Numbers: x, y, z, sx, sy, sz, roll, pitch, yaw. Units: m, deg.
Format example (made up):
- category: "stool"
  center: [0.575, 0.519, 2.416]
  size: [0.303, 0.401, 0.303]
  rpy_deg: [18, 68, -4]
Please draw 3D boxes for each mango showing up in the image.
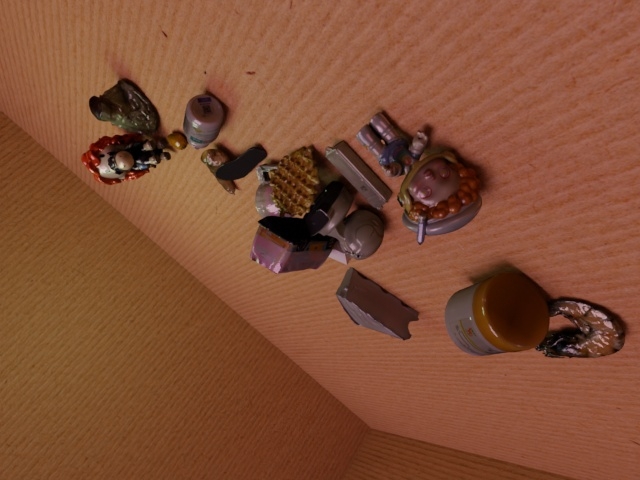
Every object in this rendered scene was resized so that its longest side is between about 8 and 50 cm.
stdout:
- category: "mango"
  center: [-0.628, -0.435, 2.033]
  size: [0.114, 0.057, 0.079]
  rpy_deg: [23, 157, 32]

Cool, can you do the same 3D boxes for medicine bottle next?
- category: "medicine bottle"
  center: [-0.440, -0.431, 1.729]
  size: [0.135, 0.135, 0.215]
  rpy_deg: [40, 152, -5]
- category: "medicine bottle"
  center: [0.556, 0.242, 1.485]
  size: [0.238, 0.238, 0.232]
  rpy_deg: [38, 154, -2]

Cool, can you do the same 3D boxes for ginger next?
- category: "ginger"
  center: [-0.418, -0.295, 1.986]
  size: [0.131, 0.086, 0.294]
  rpy_deg: [8, 154, 13]

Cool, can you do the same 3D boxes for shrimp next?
- category: "shrimp"
  center: [0.775, 0.283, 1.489]
  size: [0.233, 0.071, 0.365]
  rpy_deg: [50, 152, -5]

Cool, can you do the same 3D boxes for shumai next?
- category: "shumai"
  center: [-0.843, -0.527, 1.991]
  size: [0.222, 0.203, 0.272]
  rpy_deg: [12, 147, 41]

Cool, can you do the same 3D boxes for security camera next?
- category: "security camera"
  center: [0.098, -0.057, 1.620]
  size: [0.277, 0.191, 0.197]
  rpy_deg: [38, 143, -8]

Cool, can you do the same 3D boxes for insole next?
- category: "insole"
  center: [-0.318, -0.298, 1.841]
  size: [0.110, 0.012, 0.309]
  rpy_deg: [25, 150, -31]

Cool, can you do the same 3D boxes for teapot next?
- category: "teapot"
  center: [-0.140, -0.185, 1.786]
  size: [0.178, 0.221, 0.163]
  rpy_deg: [-5, 174, 35]

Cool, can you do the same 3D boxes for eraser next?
- category: "eraser"
  center: [0.001, -0.001, 1.940]
  size: [0.298, 0.078, 0.076]
  rpy_deg: [23, 150, 26]

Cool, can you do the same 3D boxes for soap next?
- category: "soap"
  center: [0.241, 0.270, 2.000]
  size: [0.302, 0.159, 0.257]
  rpy_deg: [7, 138, 42]

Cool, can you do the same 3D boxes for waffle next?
- category: "waffle"
  center: [-0.089, -0.197, 1.598]
  size: [0.059, 0.237, 0.243]
  rpy_deg: [13, 158, -41]

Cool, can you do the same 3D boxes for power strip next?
- category: "power strip"
  center: [0.123, -0.212, 1.497]
  size: [0.272, 0.052, 0.078]
  rpy_deg: [45, 152, -13]

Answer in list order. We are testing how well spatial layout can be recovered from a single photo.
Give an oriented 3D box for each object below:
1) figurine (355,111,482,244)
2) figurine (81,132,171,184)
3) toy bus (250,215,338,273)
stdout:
- category: "figurine"
  center: [0.273, -0.191, 1.278]
  size: [0.381, 0.225, 0.205]
  rpy_deg: [61, 176, 6]
- category: "figurine"
  center: [-0.901, -0.383, 2.167]
  size: [0.412, 0.306, 0.241]
  rpy_deg: [9, 132, 41]
- category: "toy bus"
  center: [-0.093, 0.019, 1.718]
  size: [0.171, 0.162, 0.386]
  rpy_deg: [36, -163, 23]
